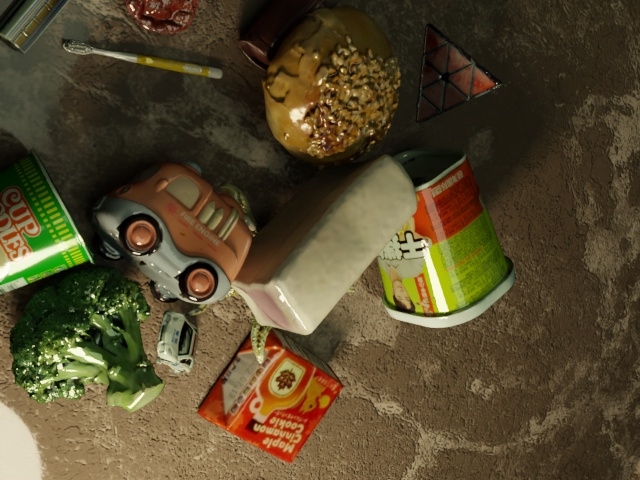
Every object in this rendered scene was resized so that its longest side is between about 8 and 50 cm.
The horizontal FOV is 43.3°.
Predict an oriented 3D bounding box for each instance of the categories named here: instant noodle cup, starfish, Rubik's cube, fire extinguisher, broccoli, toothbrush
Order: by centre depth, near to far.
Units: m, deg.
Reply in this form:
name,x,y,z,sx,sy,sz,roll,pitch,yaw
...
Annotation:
name,x,y,z,sx,sy,sz,roll,pitch,yaw
instant noodle cup,-0.497,0.001,1.235,0.233,0.207,0.207,-30,122,-15
broccoli,-0.375,0.174,1.340,0.270,0.270,0.270,-46,166,-15
toothbrush,-0.291,-0.305,1.364,0.288,0.024,0.021,3,103,-36
fire extinguisher,-0.032,-0.429,1.463,0.269,0.105,0.105,-52,128,-9
starfish,-0.092,0.072,1.591,0.358,0.078,0.347,27,71,-30
instant noodle cup,0.232,-0.019,1.702,0.294,0.294,0.308,-31,115,-23
Rubik's cube,0.307,-0.384,1.742,0.178,0.211,0.190,-22,95,-52

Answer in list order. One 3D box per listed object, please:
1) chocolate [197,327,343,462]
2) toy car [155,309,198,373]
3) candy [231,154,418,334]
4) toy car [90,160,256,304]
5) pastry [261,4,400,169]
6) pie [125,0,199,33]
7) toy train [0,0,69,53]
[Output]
name,x,y,z,sx,sy,sz,roll,pitch,yaw
chocolate,-0.093,0.327,1.682,0.235,0.108,0.237,-54,129,-5
toy car,-0.259,0.189,1.479,0.056,0.205,0.095,8,73,3
candy,0.002,0.001,1.493,0.358,0.208,0.145,-48,113,-26
toy car,-0.245,-0.022,1.388,0.270,0.180,0.212,41,68,-20
pastry,0.038,-0.264,1.455,0.284,0.184,0.315,-50,155,-13
pie,-0.263,-0.420,1.336,0.153,0.038,0.153,-14,117,-30
toy train,-0.399,-0.401,1.239,0.252,0.048,0.055,-54,130,-7
